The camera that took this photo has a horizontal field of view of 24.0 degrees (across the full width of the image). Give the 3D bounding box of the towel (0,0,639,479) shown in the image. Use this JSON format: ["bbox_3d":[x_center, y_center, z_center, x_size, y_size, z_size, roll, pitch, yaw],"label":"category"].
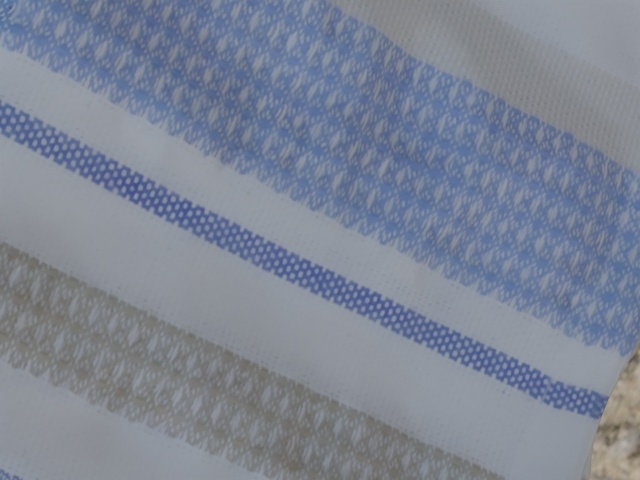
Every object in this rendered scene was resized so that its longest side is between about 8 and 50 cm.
[{"bbox_3d":[0.000,0.000,0.391,0.209,0.034,0.285,27,76,-20],"label":"towel"}]
